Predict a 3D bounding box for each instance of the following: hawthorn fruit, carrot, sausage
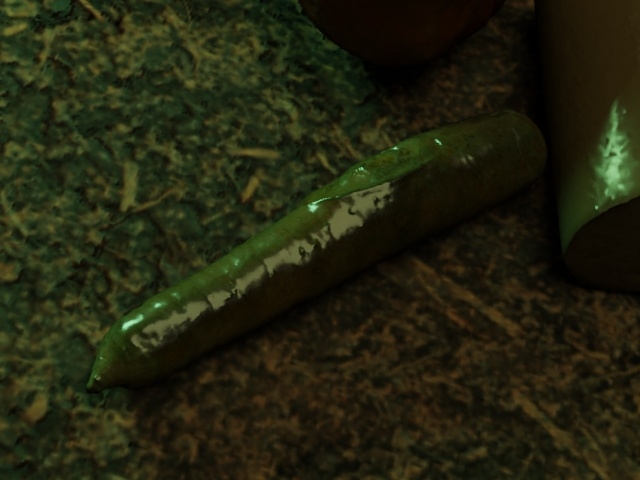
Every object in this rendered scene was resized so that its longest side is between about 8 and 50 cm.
[{"bbox_3d":[0.035,-0.235,0.929,0.225,0.196,0.196,40,60,14],"label":"hawthorn fruit"},{"bbox_3d":[0.000,0.001,0.863,0.342,0.070,0.070,-28,73,-24],"label":"carrot"},{"bbox_3d":[0.209,-0.103,0.939,0.123,0.123,0.252,5,59,-12],"label":"sausage"}]
